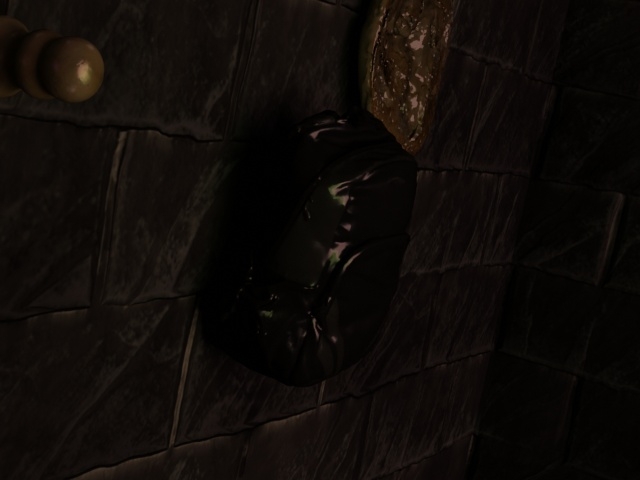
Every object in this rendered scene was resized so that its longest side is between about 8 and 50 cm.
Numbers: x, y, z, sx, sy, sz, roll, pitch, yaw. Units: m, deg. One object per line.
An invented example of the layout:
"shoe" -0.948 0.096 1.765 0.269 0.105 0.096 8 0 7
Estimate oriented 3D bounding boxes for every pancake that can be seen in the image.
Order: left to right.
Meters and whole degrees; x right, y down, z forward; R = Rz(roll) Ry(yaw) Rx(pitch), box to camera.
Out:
"pancake" 0.162 -0.349 2.043 0.387 0.082 0.387 -30 125 -55

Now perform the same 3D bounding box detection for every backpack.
"backpack" 0.000 0.000 1.749 0.363 0.254 0.446 -16 131 -57

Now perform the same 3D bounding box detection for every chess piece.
"chess piece" -0.306 -0.189 1.170 0.094 0.170 0.094 -40 137 -50
